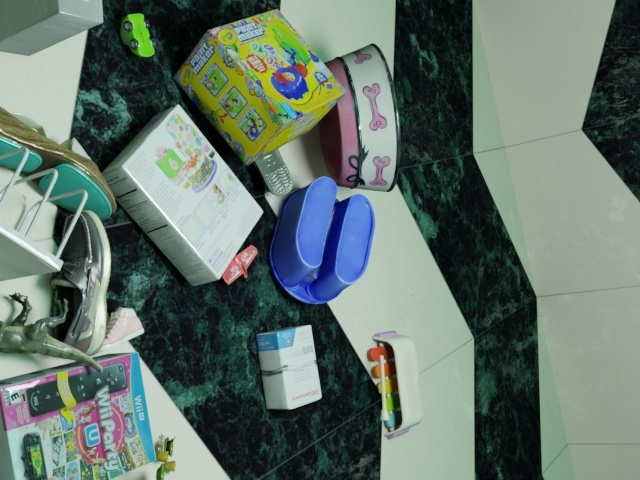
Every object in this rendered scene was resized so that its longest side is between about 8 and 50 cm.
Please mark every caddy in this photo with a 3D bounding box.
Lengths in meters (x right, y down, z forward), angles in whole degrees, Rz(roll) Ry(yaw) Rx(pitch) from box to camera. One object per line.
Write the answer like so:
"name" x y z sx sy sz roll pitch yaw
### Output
"caddy" 0.000 0.000 2.121 0.241 0.179 0.341 27 59 -22

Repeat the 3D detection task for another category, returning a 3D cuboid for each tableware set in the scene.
"tableware set" -0.313 0.451 1.631 0.154 0.024 0.104 102 -11 -72

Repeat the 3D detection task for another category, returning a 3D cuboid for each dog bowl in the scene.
"dog bowl" 0.094 -0.325 2.188 0.408 0.151 0.407 171 -90 -82

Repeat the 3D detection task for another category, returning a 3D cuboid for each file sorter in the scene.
"file sorter" -0.572 -0.079 1.346 0.278 0.193 0.173 42 50 -40

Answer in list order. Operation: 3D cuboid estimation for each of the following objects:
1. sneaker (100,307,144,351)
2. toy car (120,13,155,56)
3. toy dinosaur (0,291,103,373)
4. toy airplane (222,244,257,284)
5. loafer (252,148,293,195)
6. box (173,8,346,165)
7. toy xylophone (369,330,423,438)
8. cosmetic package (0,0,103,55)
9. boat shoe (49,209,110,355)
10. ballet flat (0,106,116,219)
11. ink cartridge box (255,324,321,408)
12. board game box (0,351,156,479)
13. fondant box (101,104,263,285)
"sneaker" -0.419 0.178 1.614 0.134 0.051 0.070 -27 102 -56
"toy car" -0.431 -0.512 1.767 0.239 0.053 0.224 -26 103 -52
"toy dinosaur" -0.518 0.159 1.440 0.268 0.064 0.118 17 63 -24
"toy airplane" -0.213 0.040 1.942 0.151 0.028 0.151 21 64 -51
"loafer" -0.151 -0.227 2.062 0.094 0.087 0.251 -18 87 -16
"box" -0.143 -0.378 1.939 0.279 0.177 0.290 50 40 2
"toy xylophone" 0.219 0.426 2.382 0.236 0.081 0.322 13 71 -51
"cosmetic package" -0.519 -0.436 1.476 0.107 0.238 0.127 -3 86 -51
"boat shoe" -0.469 0.080 1.528 0.092 0.103 0.285 6 82 -58
"ballet flat" -0.527 -0.163 1.522 0.342 0.116 0.124 31 39 -41
"ink cartridge box" -0.079 0.317 2.008 0.140 0.082 0.190 -4 86 -53
"board game box" -0.463 0.344 1.473 0.303 0.098 0.223 -9 89 -55
"fondant box" -0.301 -0.099 1.781 0.330 0.096 0.238 53 43 -25
